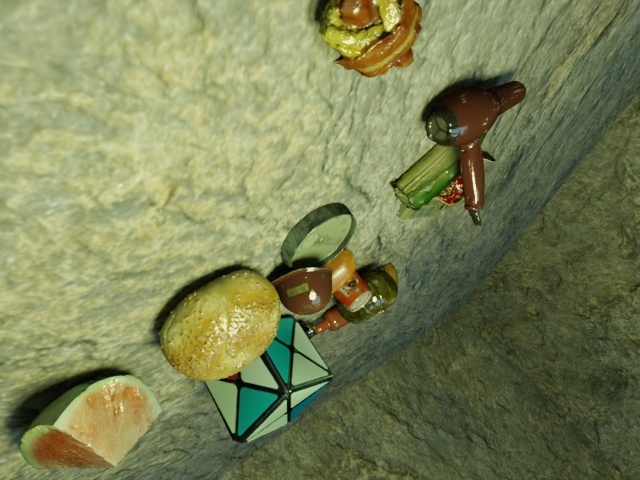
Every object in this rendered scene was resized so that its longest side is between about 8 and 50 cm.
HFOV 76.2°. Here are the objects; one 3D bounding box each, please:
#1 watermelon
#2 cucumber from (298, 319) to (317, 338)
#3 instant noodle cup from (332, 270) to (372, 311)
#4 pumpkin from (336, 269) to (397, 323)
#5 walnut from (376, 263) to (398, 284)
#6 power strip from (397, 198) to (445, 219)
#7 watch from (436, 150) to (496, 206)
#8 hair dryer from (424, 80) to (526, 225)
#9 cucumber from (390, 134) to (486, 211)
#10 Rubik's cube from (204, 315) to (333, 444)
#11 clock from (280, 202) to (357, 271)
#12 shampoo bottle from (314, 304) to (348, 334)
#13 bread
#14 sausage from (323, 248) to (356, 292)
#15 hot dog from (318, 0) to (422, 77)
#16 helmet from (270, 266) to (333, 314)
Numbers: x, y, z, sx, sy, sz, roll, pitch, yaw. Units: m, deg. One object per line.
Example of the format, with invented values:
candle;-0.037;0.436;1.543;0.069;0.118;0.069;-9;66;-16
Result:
watermelon;-0.479;0.380;0.853;0.256;0.176;0.260;-33;131;-31
cucumber;-0.142;0.386;1.392;0.303;0.072;0.081;-43;154;5
instant noodle cup;0.081;0.140;1.245;0.127;0.136;0.127;-31;151;-20
pumpkin;0.156;0.188;1.395;0.223;0.157;0.224;-34;167;-9
walnut;0.240;0.184;1.575;0.167;0.087;0.211;-33;153;-23
power strip;0.346;-0.115;1.320;0.267;0.034;0.092;-9;139;-47
watch;0.453;-0.196;1.281;0.268;0.102;0.165;-14;134;-47
hair dryer;0.401;-0.207;1.008;0.312;0.123;0.341;-24;112;-29
cucumber;0.344;-0.209;1.110;0.325;0.105;0.145;-44;153;0
Rubik's cube;-0.153;0.393;1.197;0.250;0.248;0.246;-49;153;18
clock;0.000;0.000;1.034;0.214;0.042;0.215;-31;152;-19
shampoo bottle;0.067;0.278;1.497;0.244;0.085;0.085;-24;149;-26
bread;-0.213;0.206;0.935;0.305;0.159;0.306;-30;152;-18
sausage;0.007;0.117;1.166;0.238;0.098;0.098;-42;153;6
hot dog;0.090;-0.315;0.612;0.213;0.103;0.146;-2;133;-53
helmet;-0.045;0.138;1.042;0.175;0.106;0.155;-11;164;9
